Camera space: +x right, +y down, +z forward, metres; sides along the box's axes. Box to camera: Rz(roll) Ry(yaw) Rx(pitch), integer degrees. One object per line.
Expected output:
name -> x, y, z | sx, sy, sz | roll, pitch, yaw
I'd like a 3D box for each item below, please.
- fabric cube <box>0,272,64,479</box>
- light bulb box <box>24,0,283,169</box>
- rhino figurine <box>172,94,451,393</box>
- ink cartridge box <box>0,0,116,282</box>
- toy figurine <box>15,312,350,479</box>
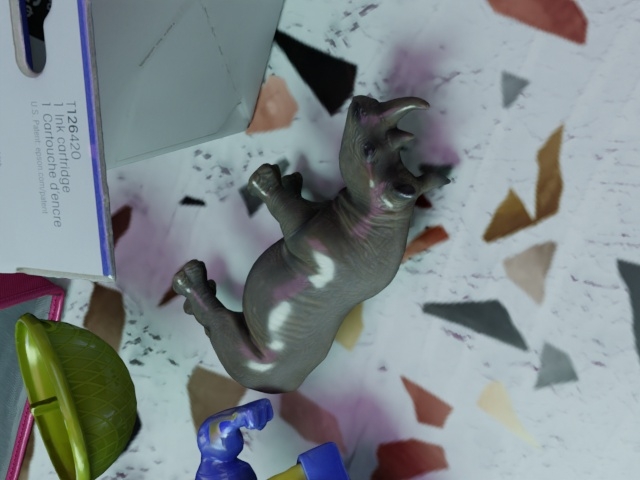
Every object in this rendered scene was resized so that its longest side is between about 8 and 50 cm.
fabric cube -> -0.384, 0.104, 1.327 | 0.258, 0.259, 0.254 | 30, 115, 26
light bulb box -> -0.201, -0.277, 1.147 | 0.361, 0.225, 0.357 | 26, 114, 24
rhino figurine -> 0.000, 0.000, 1.172 | 0.106, 0.073, 0.243 | 49, 119, 18
ink cartridge box -> -0.233, -0.135, 1.027 | 0.307, 0.072, 0.303 | 3, 103, 29
toy figurine -> -0.046, 0.195, 1.218 | 0.217, 0.191, 0.362 | -20, 65, -8
